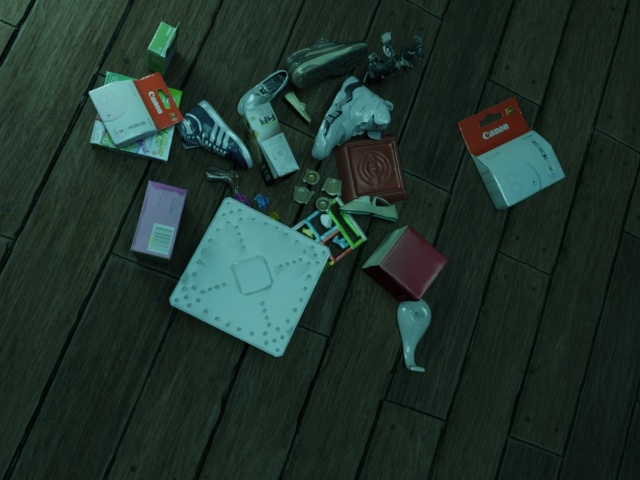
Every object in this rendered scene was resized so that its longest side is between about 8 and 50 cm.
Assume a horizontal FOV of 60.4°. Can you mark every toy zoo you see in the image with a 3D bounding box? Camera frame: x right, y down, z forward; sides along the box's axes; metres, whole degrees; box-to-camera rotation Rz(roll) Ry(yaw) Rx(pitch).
[{"bbox_3d":[0.000,0.000,1.954,0.293,0.030,0.192,-36,95,-16],"label":"toy zoo"}]

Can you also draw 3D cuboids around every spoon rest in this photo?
[{"bbox_3d":[0.339,0.339,2.001,0.137,0.084,0.277,12,68,-16],"label":"spoon rest"}]

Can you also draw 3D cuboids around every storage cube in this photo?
[{"bbox_3d":[0.297,0.084,1.951,0.193,0.183,0.215,40,76,-7],"label":"storage cube"}]

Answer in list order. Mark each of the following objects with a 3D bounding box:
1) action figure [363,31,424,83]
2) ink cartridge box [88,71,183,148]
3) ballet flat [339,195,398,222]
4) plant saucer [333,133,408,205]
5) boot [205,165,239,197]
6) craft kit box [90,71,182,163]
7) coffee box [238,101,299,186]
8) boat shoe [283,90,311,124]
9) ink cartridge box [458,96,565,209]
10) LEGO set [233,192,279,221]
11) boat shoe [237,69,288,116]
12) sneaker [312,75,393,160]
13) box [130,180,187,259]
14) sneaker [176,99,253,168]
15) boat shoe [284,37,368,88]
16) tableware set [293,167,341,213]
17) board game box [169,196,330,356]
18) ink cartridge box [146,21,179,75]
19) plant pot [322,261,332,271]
[{"bbox_3d":[0.248,-0.672,2.029,0.275,0.164,0.141,-29,88,-31],"label":"action figure"},{"bbox_3d":[-0.587,-0.427,1.756,0.232,0.066,0.189,-27,89,-8],"label":"ink cartridge box"},{"bbox_3d":[0.177,-0.121,1.976,0.248,0.086,0.086,9,81,-33],"label":"ballet flat"},{"bbox_3d":[0.194,-0.262,2.029,0.258,0.047,0.259,-10,87,-17],"label":"plant saucer"},{"bbox_3d":[-0.338,-0.199,1.875,0.114,0.037,0.107,6,70,-18],"label":"boot"},{"bbox_3d":[-0.604,-0.402,1.814,0.246,0.061,0.250,12,81,-17],"label":"craft kit box"},{"bbox_3d":[-0.179,-0.324,1.880,0.098,0.141,0.247,-25,91,-17],"label":"coffee box"},{"bbox_3d":[-0.075,-0.478,1.973,0.045,0.050,0.135,-43,96,-10],"label":"boat shoe"},{"bbox_3d":[0.758,-0.356,2.177,0.308,0.091,0.385,-26,93,-17],"label":"ink cartridge box"},{"bbox_3d":[-0.192,-0.082,1.888,0.086,0.093,0.227,-27,98,14],"label":"LEGO set"},{"bbox_3d":[-0.200,-0.521,1.925,0.079,0.081,0.227,46,74,-7],"label":"boat shoe"},{"bbox_3d":[0.120,-0.405,1.942,0.210,0.137,0.366,26,65,-1],"label":"sneaker"},{"bbox_3d":[-0.497,-0.047,1.706,0.117,0.243,0.214,14,80,-14],"label":"box"},{"bbox_3d":[-0.363,-0.323,1.847,0.153,0.099,0.282,-40,89,-21],"label":"sneaker"},{"bbox_3d":[0.024,-0.667,1.971,0.355,0.132,0.130,-29,75,-32],"label":"boat shoe"},{"bbox_3d":[-0.010,-0.178,1.958,0.168,0.020,0.141,22,71,0],"label":"tableware set"},{"bbox_3d":[-0.219,0.115,1.765,0.389,0.050,0.390,27,74,-4],"label":"board game box"},{"bbox_3d":[-0.511,-0.629,1.781,0.062,0.209,0.109,25,78,-14],"label":"ink cartridge box"},{"bbox_3d":[-0.017,0.088,1.889,0.083,0.083,0.079,45,87,-7],"label":"plant pot"}]
